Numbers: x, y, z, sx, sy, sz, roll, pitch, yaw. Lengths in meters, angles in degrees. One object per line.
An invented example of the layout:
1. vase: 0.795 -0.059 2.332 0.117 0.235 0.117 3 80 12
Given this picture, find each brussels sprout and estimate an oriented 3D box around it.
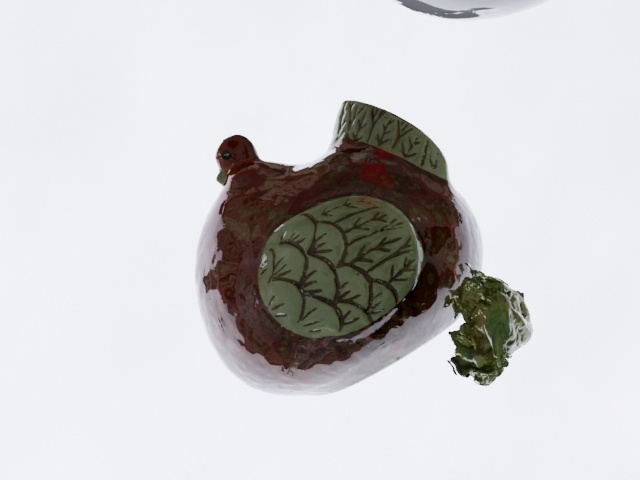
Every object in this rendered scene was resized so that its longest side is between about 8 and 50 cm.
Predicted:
1. brussels sprout: 0.124 0.067 0.804 0.058 0.085 0.085 17 -104 -24

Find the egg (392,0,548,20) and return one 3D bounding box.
1. egg: 0.067 -0.175 0.417 0.146 0.199 0.146 9 -132 -10

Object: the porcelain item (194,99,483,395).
1. porcelain item: 0.000 0.000 0.911 0.252 0.253 0.253 1 -103 -3
